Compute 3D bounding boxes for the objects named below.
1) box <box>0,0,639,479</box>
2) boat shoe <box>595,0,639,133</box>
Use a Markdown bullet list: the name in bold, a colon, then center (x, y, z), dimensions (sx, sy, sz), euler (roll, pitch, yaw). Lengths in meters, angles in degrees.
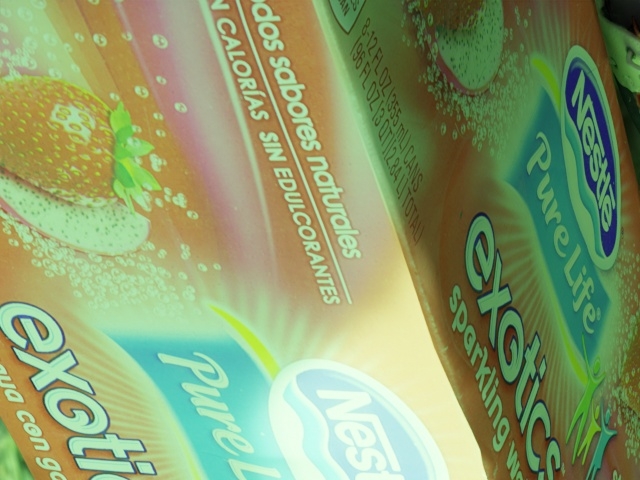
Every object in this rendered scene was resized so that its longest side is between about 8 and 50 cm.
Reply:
- **box**: center (0.000, 0.000, 0.535), dimensions (0.142, 0.154, 0.300), euler (1, 133, 25)
- **boat shoe**: center (0.105, -0.072, 0.588), dimensions (0.049, 0.043, 0.137), euler (-13, 101, 27)
